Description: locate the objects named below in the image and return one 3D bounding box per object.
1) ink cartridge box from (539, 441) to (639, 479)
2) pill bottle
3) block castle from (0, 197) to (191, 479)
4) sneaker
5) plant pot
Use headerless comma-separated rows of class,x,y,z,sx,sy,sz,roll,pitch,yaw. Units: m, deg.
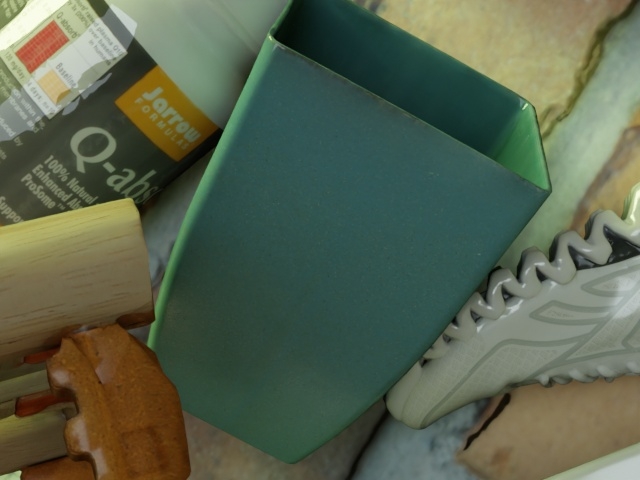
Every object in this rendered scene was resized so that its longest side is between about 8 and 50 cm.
ink cartridge box,0.107,0.263,0.730,0.307,0.129,0.223,-23,74,10
pill bottle,-0.151,-0.099,0.855,0.278,0.162,0.162,-39,72,6
block castle,-0.181,0.177,0.653,0.212,0.453,0.303,-14,77,-18
sneaker,0.172,0.043,0.773,0.292,0.110,0.118,-32,82,8
plant pot,0.000,0.000,0.769,0.165,0.165,0.234,28,112,-6
